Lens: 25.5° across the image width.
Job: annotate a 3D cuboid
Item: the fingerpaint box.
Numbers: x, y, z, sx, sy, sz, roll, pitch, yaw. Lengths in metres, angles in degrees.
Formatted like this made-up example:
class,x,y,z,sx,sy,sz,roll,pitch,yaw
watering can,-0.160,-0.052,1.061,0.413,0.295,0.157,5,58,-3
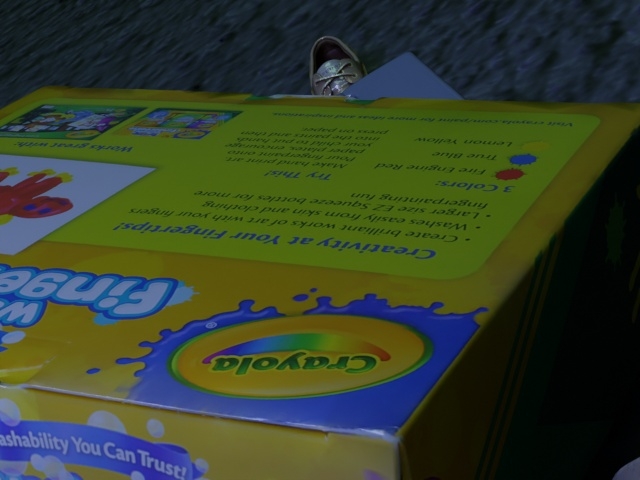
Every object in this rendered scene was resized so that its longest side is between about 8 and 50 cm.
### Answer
class,x,y,z,sx,sy,sz,roll,pitch,yaw
fingerpaint box,-0.075,0.052,0.782,0.445,0.163,0.371,4,26,27

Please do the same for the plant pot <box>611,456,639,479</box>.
class,x,y,z,sx,sy,sz,roll,pitch,yaw
plant pot,0.247,0.162,0.458,0.284,0.284,0.191,-13,68,30

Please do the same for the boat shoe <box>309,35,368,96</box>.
class,x,y,z,sx,sy,sz,roll,pitch,yaw
boat shoe,0.017,-0.143,1.322,0.063,0.059,0.170,-29,29,5

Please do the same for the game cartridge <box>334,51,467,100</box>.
class,x,y,z,sx,sy,sz,roll,pitch,yaw
game cartridge,0.000,0.000,1.040,0.297,0.062,0.198,-42,37,3
